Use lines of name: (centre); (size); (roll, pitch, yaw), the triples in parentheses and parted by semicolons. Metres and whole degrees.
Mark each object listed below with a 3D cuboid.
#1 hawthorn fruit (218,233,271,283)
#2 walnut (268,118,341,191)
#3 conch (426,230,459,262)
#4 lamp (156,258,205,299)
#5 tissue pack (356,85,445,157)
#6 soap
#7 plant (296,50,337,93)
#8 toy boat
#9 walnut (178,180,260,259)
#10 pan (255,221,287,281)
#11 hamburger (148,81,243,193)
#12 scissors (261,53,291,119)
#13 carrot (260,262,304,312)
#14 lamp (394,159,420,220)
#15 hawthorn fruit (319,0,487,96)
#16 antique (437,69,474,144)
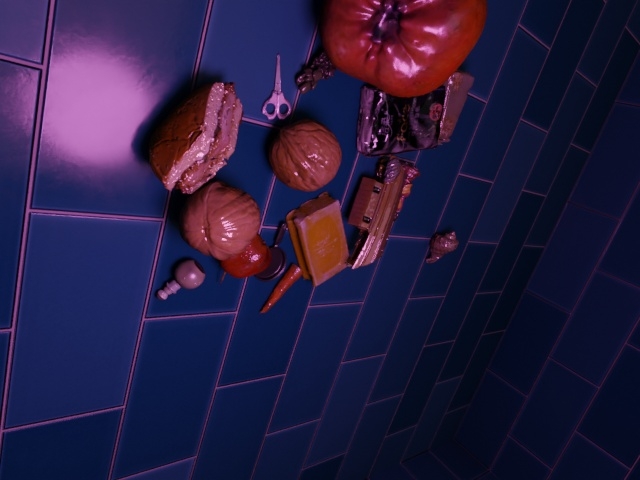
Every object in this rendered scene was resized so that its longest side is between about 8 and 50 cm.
hawthorn fruit: (-0.262, 0.060, 1.420); (0.203, 0.162, 0.162); (-36, 134, -4)
walnut: (-0.049, -0.262, 1.365); (0.228, 0.228, 0.228); (-20, 126, -31)
conch: (0.593, 0.037, 2.140); (0.155, 0.130, 0.207); (9, 123, -30)
lamp: (-0.434, 0.128, 1.358); (0.163, 0.091, 0.091); (-36, 135, 4)
tissue pack: (0.292, -0.431, 1.590); (0.333, 0.123, 0.244); (-11, 119, -25)
soap: (0.000, 0.000, 1.642); (0.199, 0.091, 0.314); (-32, 132, -25)
plant: (-0.005, -0.513, 1.346); (0.174, 0.085, 0.087); (-40, 161, -9)
toy boat: (0.195, -0.103, 1.654); (0.162, 0.136, 0.445); (17, 91, -15)
walnut: (-0.280, -0.057, 1.254); (0.261, 0.225, 0.224); (-52, 164, -76)
pan: (-0.163, 0.039, 1.565); (0.136, 0.028, 0.235); (5, 114, -43)
hamburger: (-0.328, -0.266, 1.158); (0.155, 0.245, 0.282); (37, 46, -69)
scissors: (-0.127, -0.454, 1.320); (0.100, 0.015, 0.188); (-12, 120, -33)
carrot: (-0.149, 0.186, 1.652); (0.224, 0.057, 0.057); (-52, 136, 1)
lamp: (0.301, -0.192, 1.776); (0.118, 0.118, 0.253); (14, 107, -44)
hawthorn fruit: (0.224, -0.632, 1.230); (0.472, 0.472, 0.471); (-20, 126, -31)
antique: (0.465, -0.514, 1.711); (0.150, 0.125, 0.284); (-6, 118, -37)
